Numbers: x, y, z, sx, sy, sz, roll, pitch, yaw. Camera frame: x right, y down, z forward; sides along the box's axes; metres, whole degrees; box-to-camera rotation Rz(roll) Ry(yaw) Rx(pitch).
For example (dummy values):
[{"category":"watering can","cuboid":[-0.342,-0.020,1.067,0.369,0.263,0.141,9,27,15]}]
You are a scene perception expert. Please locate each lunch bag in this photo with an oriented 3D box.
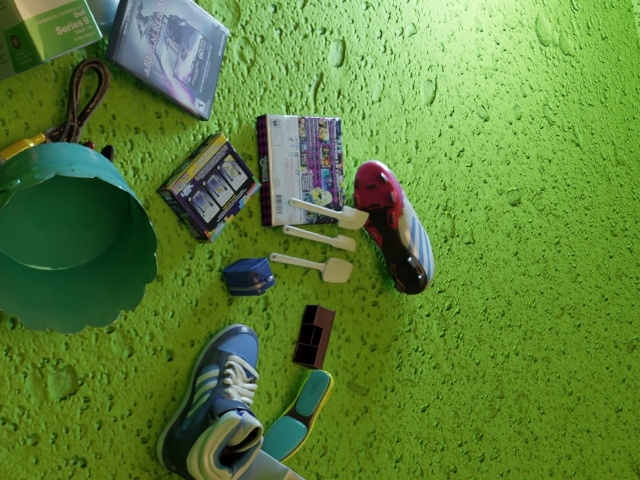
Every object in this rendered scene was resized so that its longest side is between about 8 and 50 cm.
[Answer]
[{"category":"lunch bag","cuboid":[-0.136,0.076,1.783,0.067,0.098,0.065,-33,112,-43]}]

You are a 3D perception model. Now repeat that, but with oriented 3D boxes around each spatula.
[{"category":"spatula","cuboid":[0.000,0.000,1.922,0.242,0.019,0.168,13,101,-46]}]

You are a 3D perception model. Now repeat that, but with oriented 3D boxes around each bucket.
[{"category":"bucket","cuboid":[-0.404,-0.011,1.432,0.281,0.183,0.281,-11,120,-19]}]

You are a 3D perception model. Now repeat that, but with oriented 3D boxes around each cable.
[{"category":"cable","cuboid":[-0.426,-0.176,1.535,0.139,0.072,0.287,43,72,-24]}]

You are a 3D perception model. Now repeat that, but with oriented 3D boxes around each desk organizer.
[{"category":"desk organizer","cuboid":[-0.014,0.204,1.920,0.050,0.047,0.130,25,72,-36]}]

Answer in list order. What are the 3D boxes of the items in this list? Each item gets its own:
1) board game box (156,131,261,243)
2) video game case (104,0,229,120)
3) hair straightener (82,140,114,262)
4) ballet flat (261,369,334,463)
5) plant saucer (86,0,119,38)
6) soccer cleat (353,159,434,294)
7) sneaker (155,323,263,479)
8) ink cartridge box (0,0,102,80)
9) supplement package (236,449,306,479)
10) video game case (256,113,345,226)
[{"category":"board game box","cuboid":[-0.213,-0.101,1.757,0.141,0.048,0.170,53,57,-24]},{"category":"video game case","cuboid":[-0.276,-0.363,1.676,0.274,0.026,0.196,29,68,-56]},{"category":"hair straightener","cuboid":[-0.378,-0.058,1.606,0.089,0.047,0.231,4,81,-43]},{"category":"ballet flat","cuboid":[-0.043,0.372,1.870,0.231,0.077,0.077,-55,159,-19]},{"category":"plant saucer","cuboid":[-0.378,-0.506,1.557,0.317,0.043,0.318,3,90,-68]},{"category":"soccer cleat","cuboid":[0.170,-0.036,2.067,0.143,0.116,0.331,-44,116,-58]},{"category":"sneaker","cuboid":[-0.151,0.303,1.668,0.130,0.236,0.323,46,61,-30]},{"category":"ink cartridge box","cuboid":[-0.489,-0.415,1.414,0.121,0.211,0.289,-33,110,-33]},{"category":"supplement package","cuboid":[-0.134,0.528,1.665,0.145,0.204,0.262,43,75,-31]},{"category":"video game case","cuboid":[-0.037,-0.147,1.916,0.210,0.041,0.232,-5,92,-41]}]
